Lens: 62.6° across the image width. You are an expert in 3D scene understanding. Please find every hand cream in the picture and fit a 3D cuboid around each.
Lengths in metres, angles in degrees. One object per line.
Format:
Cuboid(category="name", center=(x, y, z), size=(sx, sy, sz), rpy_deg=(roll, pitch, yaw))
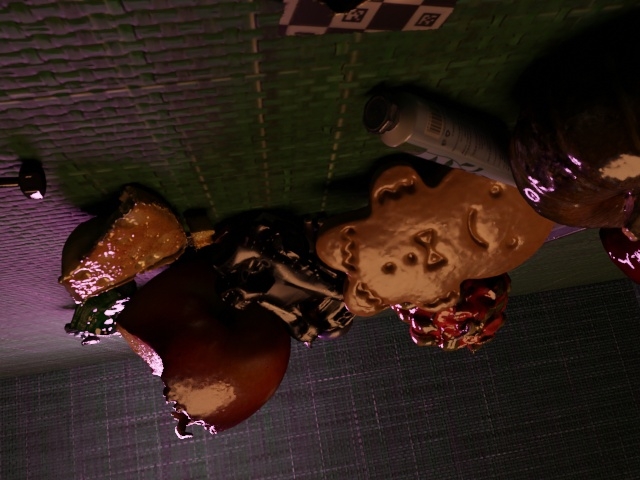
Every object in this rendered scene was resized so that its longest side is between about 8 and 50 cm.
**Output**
Cuboid(category="hand cream", center=(0.163, -0.116, 0.614), size=(0.271, 0.091, 0.058), rpy_deg=(6, 154, -37))

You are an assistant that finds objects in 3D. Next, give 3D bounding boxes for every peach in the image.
Cuboid(category="peach", center=(-0.218, 0.201, 1.069), size=(0.310, 0.335, 0.406), rpy_deg=(-34, 166, -24))

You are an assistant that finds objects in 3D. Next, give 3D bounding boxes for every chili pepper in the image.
Cuboid(category="chili pepper", center=(-0.460, 0.137, 1.108), size=(0.098, 0.061, 0.224), rpy_deg=(31, 129, -22))

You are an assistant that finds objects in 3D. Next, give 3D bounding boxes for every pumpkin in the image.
Cuboid(category="pumpkin", center=(0.333, -0.089, 0.557), size=(0.260, 0.190, 0.260), rpy_deg=(3, 156, 1))

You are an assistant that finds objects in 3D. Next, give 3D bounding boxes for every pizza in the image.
Cuboid(category="pizza", center=(-0.291, -0.011, 0.742), size=(0.188, 0.081, 0.204), rpy_deg=(-29, 161, -19))

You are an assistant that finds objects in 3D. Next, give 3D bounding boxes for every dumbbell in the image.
Cuboid(category="dumbbell", center=(-0.343, -0.062, 0.567), size=(0.083, 0.040, 0.036), rpy_deg=(-6, 133, -17))

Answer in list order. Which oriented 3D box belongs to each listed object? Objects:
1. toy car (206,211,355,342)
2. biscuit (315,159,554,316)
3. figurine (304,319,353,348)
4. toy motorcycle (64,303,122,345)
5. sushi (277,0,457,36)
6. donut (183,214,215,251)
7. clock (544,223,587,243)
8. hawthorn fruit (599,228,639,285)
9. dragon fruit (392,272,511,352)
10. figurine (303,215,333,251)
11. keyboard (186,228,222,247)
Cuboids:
Cuboid(category="toy car", center=(-0.051, 0.060, 0.929), size=(0.301, 0.118, 0.193), rpy_deg=(33, 127, -27))
Cuboid(category="biscuit", center=(0.176, -0.006, 0.780), size=(0.354, 0.052, 0.275), rpy_deg=(-19, 121, 8))
Cuboid(category="figurine", center=(-0.041, 0.189, 1.406), size=(0.264, 0.197, 0.175), rpy_deg=(7, 171, 17))
Cuboid(category="toy motorcycle", center=(-0.504, 0.196, 1.299), size=(0.198, 0.109, 0.296), rpy_deg=(-2, 165, -37))
Cuboid(category="sushi", center=(0.047, -0.200, 0.321), size=(0.139, 0.031, 0.201), rpy_deg=(-7, 168, -12))
Cuboid(category="donut", center=(-0.186, -0.009, 0.822), size=(0.037, 0.067, 0.083), rpy_deg=(-23, 135, -16))
Cuboid(category="clock", center=(0.469, -0.031, 1.181), size=(0.273, 0.049, 0.278), rpy_deg=(3, 160, -38))
Cuboid(category="hawthorn fruit", center=(0.613, -0.035, 0.891), size=(0.307, 0.266, 0.265), rpy_deg=(9, 165, 3))
Cuboid(category="dragon fruit", center=(0.239, 0.084, 1.069), size=(0.237, 0.303, 0.231), rpy_deg=(-28, 142, -23))
Cuboid(category="figurine", center=(0.000, 0.000, 0.990), size=(0.083, 0.083, 0.187), rpy_deg=(-10, 151, 1))
Cuboid(category="keyboard", center=(-0.265, 0.005, 0.914), size=(0.204, 0.013, 0.061), rpy_deg=(-8, 165, -7))
